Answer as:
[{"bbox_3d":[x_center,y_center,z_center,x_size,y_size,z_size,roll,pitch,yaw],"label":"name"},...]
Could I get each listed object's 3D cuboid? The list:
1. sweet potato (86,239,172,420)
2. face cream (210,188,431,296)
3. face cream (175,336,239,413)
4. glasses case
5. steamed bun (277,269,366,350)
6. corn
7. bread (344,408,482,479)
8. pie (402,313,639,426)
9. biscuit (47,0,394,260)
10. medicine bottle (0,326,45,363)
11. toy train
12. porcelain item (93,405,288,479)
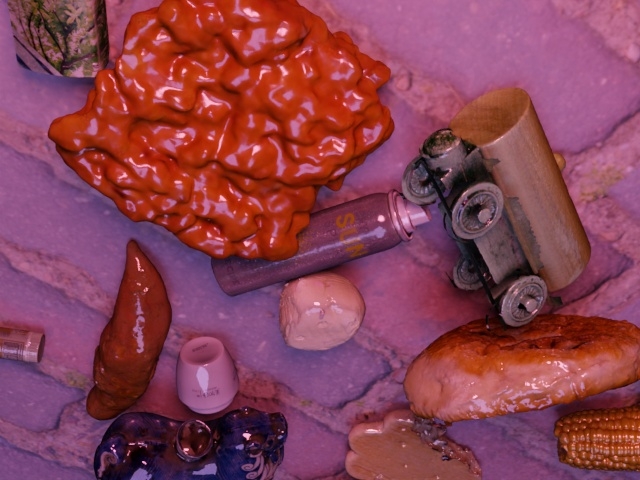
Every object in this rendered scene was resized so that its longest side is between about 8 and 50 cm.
[{"bbox_3d":[-0.271,0.161,1.285,0.095,0.106,0.354,-19,144,-39],"label":"sweet potato"},{"bbox_3d":[0.000,0.000,1.143,0.284,0.073,0.073,-17,129,18],"label":"face cream"},{"bbox_3d":[-0.165,0.195,1.318,0.091,0.091,0.095,-1,125,4],"label":"face cream"},{"bbox_3d":[-0.269,-0.294,0.901,0.095,0.062,0.272,4,132,-1],"label":"glasses case"},{"bbox_3d":[0.002,0.088,1.210,0.113,0.090,0.130,3,146,-11],"label":"steamed bun"},{"bbox_3d":[0.512,0.295,1.362,0.318,0.115,0.115,-5,132,7],"label":"corn"},{"bbox_3d":[0.139,0.358,1.482,0.182,0.039,0.251,-28,126,27],"label":"bread"},{"bbox_3d":[0.253,0.148,1.135,0.315,0.315,0.092,-10,93,12],"label":"pie"},{"bbox_3d":[-0.095,-0.127,0.995,0.318,0.110,0.312,32,117,-25],"label":"biscuit"},{"bbox_3d":[-0.447,0.151,1.322,0.083,0.047,0.047,8,132,-5],"label":"medicine bottle"},{"bbox_3d":[0.222,-0.026,1.054,0.189,0.126,0.307,-34,126,0],"label":"toy train"},{"bbox_3d":[-0.191,0.319,1.363,0.288,0.138,0.186,2,149,-15],"label":"porcelain item"}]
